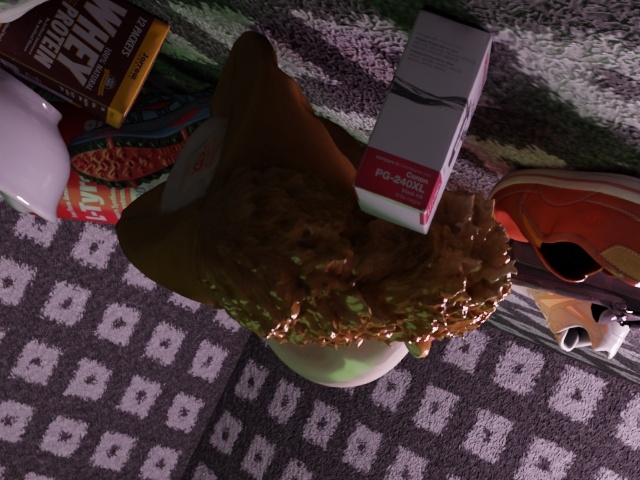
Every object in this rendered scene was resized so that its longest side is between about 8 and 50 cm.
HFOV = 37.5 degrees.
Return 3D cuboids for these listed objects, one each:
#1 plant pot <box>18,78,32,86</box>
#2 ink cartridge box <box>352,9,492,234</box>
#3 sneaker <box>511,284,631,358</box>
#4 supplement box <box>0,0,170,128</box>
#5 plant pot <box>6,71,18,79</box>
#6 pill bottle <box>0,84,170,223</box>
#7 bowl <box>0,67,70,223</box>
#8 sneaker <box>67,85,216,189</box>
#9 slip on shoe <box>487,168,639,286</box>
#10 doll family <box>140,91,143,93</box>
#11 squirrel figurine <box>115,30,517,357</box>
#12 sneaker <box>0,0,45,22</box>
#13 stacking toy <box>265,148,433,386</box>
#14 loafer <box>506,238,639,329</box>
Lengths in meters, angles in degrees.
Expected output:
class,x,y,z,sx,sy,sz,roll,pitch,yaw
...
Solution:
class,x,y,z,sx,sy,sz,roll,pitch,yaw
plant pot,-0.533,-0.285,1.779,0.180,0.201,0.201,10,174,6
ink cartridge box,0.083,-0.091,0.755,0.063,0.150,0.109,21,175,10
sneaker,0.393,0.112,1.544,0.099,0.121,0.262,30,174,-34
supplement box,-0.317,-0.253,1.223,0.194,0.129,0.191,27,175,-13
plant pot,-0.528,-0.310,1.483,0.167,0.165,0.167,29,175,3
pill bottle,-0.408,-0.147,1.623,0.408,0.229,0.229,6,173,7
bowl,-0.449,-0.158,1.284,0.298,0.134,0.298,34,173,5
sneaker,-0.248,-0.160,1.403,0.104,0.262,0.125,85,169,-46
slip on shoe,0.261,-0.011,1.009,0.123,0.101,0.331,25,177,-15
doll family,-0.350,-0.253,1.807,0.193,0.076,0.111,16,166,38
squirrel figurine,0.032,0.014,0.994,0.370,0.281,0.397,29,-170,-29
sneaker,-0.409,-0.272,1.056,0.292,0.110,0.118,-11,-177,11
stacking toy,0.153,0.042,1.516,0.351,0.350,0.480,22,-167,41
loafer,0.379,0.072,1.322,0.303,0.095,0.109,25,176,5
